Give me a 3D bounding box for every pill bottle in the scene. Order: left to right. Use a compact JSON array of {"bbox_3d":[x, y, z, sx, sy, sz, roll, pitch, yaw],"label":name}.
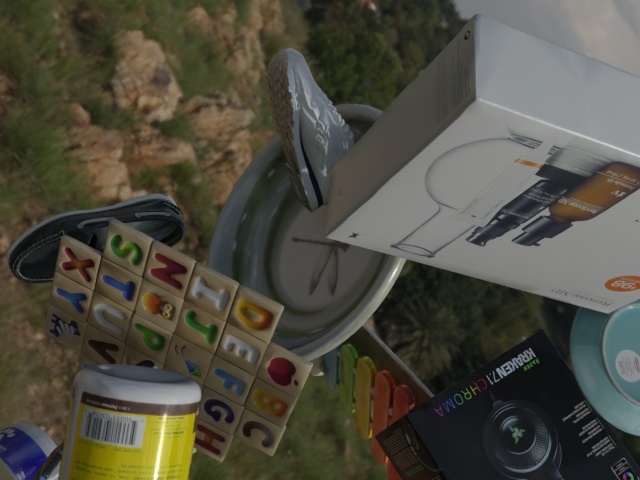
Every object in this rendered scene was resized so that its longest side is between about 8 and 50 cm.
[{"bbox_3d":[-0.181,0.227,0.794,0.117,0.117,0.215,13,86,-70],"label":"pill bottle"}]

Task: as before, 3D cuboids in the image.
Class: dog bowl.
[{"bbox_3d":[-0.601,0.507,1.760,0.104,0.265,0.265,-24,82,-44],"label":"dog bowl"}]

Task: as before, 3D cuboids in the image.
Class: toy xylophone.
[{"bbox_3d":[0.091,0.271,1.383,0.322,0.081,0.236,36,-44,52],"label":"toy xylophone"}]

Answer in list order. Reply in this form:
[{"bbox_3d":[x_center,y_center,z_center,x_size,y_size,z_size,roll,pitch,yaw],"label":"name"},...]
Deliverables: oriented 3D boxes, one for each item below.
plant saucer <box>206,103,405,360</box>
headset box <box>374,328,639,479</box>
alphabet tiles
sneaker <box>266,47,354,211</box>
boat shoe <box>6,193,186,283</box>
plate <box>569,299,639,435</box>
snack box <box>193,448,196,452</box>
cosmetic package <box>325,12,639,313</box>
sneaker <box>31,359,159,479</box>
[{"bbox_3d":[0.000,0.000,1.258,0.100,0.400,0.400,31,30,-41],"label":"plant saucer"},{"bbox_3d":[0.259,0.306,1.142,0.283,0.246,0.131,58,-25,14],"label":"headset box"},{"bbox_3d":[-0.186,0.134,1.080,0.342,0.285,0.011,27,35,6],"label":"alphabet tiles"},{"bbox_3d":[-0.008,-0.157,1.194,0.090,0.095,0.235,-128,-159,-56],"label":"sneaker"},{"bbox_3d":[-0.376,0.004,1.465,0.091,0.302,0.114,50,-19,55],"label":"boat shoe"},{"bbox_3d":[0.385,0.138,1.038,0.188,0.188,0.024,61,-23,7],"label":"plate"},{"bbox_3d":[-0.242,0.311,1.325,0.037,0.100,0.141,52,-23,23],"label":"snack box"},{"bbox_3d":[0.234,-0.049,0.870,0.377,0.284,0.097,15,63,-20],"label":"cosmetic package"},{"bbox_3d":[-0.253,0.234,1.028,0.081,0.080,0.211,40,60,-10],"label":"sneaker"}]
